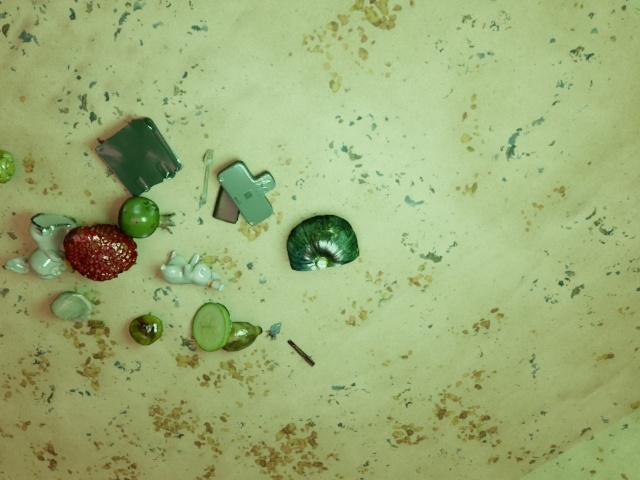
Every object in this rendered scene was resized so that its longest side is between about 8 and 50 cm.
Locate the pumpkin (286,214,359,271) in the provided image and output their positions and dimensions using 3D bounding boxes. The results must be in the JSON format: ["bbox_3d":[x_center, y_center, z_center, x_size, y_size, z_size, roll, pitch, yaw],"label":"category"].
[{"bbox_3d":[0.000,0.000,1.711,0.292,0.263,0.197,-13,101,4],"label":"pumpkin"}]

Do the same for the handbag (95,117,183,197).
[{"bbox_3d":[-0.727,-0.331,1.709,0.247,0.079,0.260,-28,108,11],"label":"handbag"}]

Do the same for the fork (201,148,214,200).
[{"bbox_3d":[-0.472,-0.267,1.750,0.033,0.028,0.220,13,107,-7],"label":"fork"}]

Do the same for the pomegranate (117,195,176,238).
[{"bbox_3d":[-0.712,-0.088,1.744,0.224,0.181,0.182,12,109,-25],"label":"pomegranate"}]

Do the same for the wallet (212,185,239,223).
[{"bbox_3d":[-0.379,-0.174,1.777,0.110,0.031,0.198,17,107,-5],"label":"wallet"}]

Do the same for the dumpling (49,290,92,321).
[{"bbox_3d":[-1.109,0.302,1.894,0.215,0.126,0.166,-37,119,8],"label":"dumpling"}]

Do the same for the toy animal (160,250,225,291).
[{"bbox_3d":[-0.539,0.133,1.825,0.282,0.141,0.138,5,116,3],"label":"toy animal"}]

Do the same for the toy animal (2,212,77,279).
[{"bbox_3d":[-1.154,0.042,1.785,0.247,0.183,0.310,24,111,-2],"label":"toy animal"}]

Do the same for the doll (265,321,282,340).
[{"bbox_3d":[-0.213,0.416,1.958,0.057,0.039,0.114,50,117,30],"label":"doll"}]

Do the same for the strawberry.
[{"bbox_3d":[-0.909,0.052,1.739,0.260,0.258,0.261,1,102,5],"label":"strawberry"}]

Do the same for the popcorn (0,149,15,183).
[{"bbox_3d":[-1.312,-0.293,1.700,0.162,0.141,0.136,-37,104,-29],"label":"popcorn"}]

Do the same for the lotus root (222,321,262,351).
[{"bbox_3d":[-0.370,0.430,1.925,0.213,0.138,0.139,-15,107,-6],"label":"lotus root"}]

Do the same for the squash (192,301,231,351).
[{"bbox_3d":[-0.490,0.387,1.886,0.219,0.041,0.220,-7,75,29],"label":"squash"}]

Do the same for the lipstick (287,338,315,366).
[{"bbox_3d":[-0.093,0.530,1.999,0.027,0.027,0.176,-41,102,12],"label":"lipstick"}]

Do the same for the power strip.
[{"bbox_3d":[-0.276,-0.208,1.729,0.193,0.059,0.265,-31,117,1],"label":"power strip"}]

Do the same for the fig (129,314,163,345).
[{"bbox_3d":[-0.792,0.404,1.917,0.152,0.121,0.136,11,70,17],"label":"fig"}]

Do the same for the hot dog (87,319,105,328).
[{"bbox_3d":[-1.042,0.388,1.970,0.083,0.021,0.037,10,87,1],"label":"hot dog"}]
